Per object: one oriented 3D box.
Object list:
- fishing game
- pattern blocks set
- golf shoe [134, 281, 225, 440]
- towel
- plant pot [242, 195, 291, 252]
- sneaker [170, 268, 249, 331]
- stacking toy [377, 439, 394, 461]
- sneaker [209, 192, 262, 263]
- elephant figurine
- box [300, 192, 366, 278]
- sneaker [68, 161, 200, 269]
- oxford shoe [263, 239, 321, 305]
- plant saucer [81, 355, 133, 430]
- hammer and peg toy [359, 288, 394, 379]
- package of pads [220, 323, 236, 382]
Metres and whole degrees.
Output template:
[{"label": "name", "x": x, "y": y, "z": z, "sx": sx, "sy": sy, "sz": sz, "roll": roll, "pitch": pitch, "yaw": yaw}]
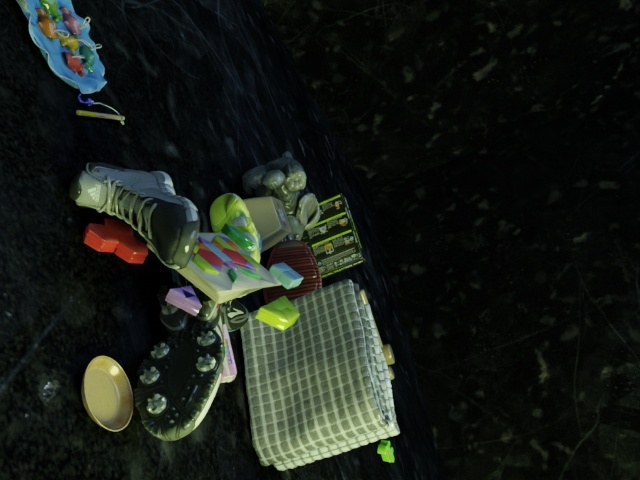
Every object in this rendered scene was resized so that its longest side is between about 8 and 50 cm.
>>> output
[{"label": "fishing game", "x": -0.358, "y": -0.298, "z": 0.872, "sx": 0.189, "sy": 0.041, "sz": 0.264, "roll": -21, "pitch": 90, "yaw": -80}, {"label": "pattern blocks set", "x": -0.150, "y": 0.030, "z": 0.877, "sx": 0.285, "sy": 0.026, "sz": 0.325, "roll": 34, "pitch": 15, "yaw": 6}, {"label": "golf shoe", "x": -0.161, "y": 0.160, "z": 0.795, "sx": 0.273, "sy": 0.105, "sz": 0.120, "roll": -96, "pitch": 174, "yaw": -58}, {"label": "towel", "x": -0.013, "y": 0.218, "z": 1.044, "sx": 0.121, "sy": 0.235, "sz": 0.284, "roll": 43, "pitch": 28, "yaw": -51}, {"label": "plant pot", "x": -0.125, "y": -0.040, "z": 1.302, "sx": 0.109, "sy": 0.096, "sz": 0.109, "roll": 17, "pitch": 52, "yaw": -75}, {"label": "sneaker", "x": -0.162, "y": 0.084, "z": 0.977, "sx": 0.067, "sy": 0.078, "sz": 0.188, "roll": -99, "pitch": 163, "yaw": -44}, {"label": "stacking toy", "x": 0.031, "y": 0.354, "z": 1.158, "sx": 0.052, "sy": 0.166, "sz": 0.221, "roll": -61, "pitch": 139, "yaw": -38}, {"label": "sneaker", "x": -0.140, "y": 0.024, "z": 1.146, "sx": 0.126, "sy": 0.091, "sz": 0.240, "roll": 56, "pitch": 17, "yaw": -48}, {"label": "elephant figurine", "x": -0.086, "y": -0.063, "z": 1.449, "sx": 0.169, "sy": 0.186, "sz": 0.240, "roll": 25, "pitch": -45, "yaw": 58}, {"label": "box", "x": 0.000, "y": 0.000, "z": 1.552, "sx": 0.045, "sy": 0.190, "sz": 0.184, "roll": 36, "pitch": 33, "yaw": -64}, {"label": "sneaker", "x": -0.236, "y": -0.037, "z": 0.748, "sx": 0.132, "sy": 0.086, "sz": 0.228, "roll": 13, "pitch": 14, "yaw": -31}, {"label": "oxford shoe", "x": -0.051, "y": 0.163, "z": 1.297, "sx": 0.130, "sy": 0.122, "sz": 0.348, "roll": 85, "pitch": -1, "yaw": -58}, {"label": "plant saucer", "x": -0.236, "y": 0.168, "z": 0.670, "sx": 0.083, "sy": 0.015, "sz": 0.083, "roll": -21, "pitch": 90, "yaw": -78}, {"label": "hammer and peg toy", "x": 0.089, "y": 0.283, "z": 1.616, "sx": 0.266, "sy": 0.127, "sz": 0.361, "roll": 68, "pitch": 12, "yaw": 4}, {"label": "package of pads", "x": -0.152, "y": 0.175, "z": 0.945, "sx": 0.050, "sy": 0.032, "sz": 0.083, "roll": 121, "pitch": -45, "yaw": -63}]
